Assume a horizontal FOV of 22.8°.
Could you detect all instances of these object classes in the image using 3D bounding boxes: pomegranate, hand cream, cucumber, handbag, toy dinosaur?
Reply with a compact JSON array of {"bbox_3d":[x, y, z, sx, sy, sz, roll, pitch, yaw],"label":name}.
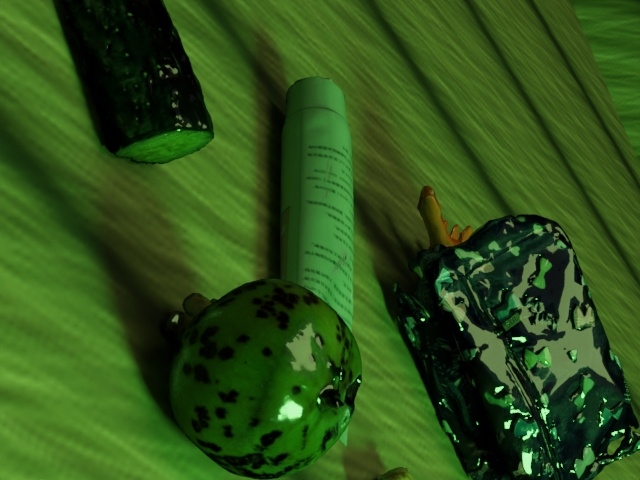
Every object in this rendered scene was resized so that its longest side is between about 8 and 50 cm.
[{"bbox_3d":[-0.045,0.076,0.970,0.161,0.122,0.122,33,-9,45],"label":"pomegranate"},{"bbox_3d":[0.000,0.000,1.210,0.085,0.058,0.331,51,25,-40],"label":"hand cream"},{"bbox_3d":[-0.130,-0.157,1.051,0.078,0.062,0.211,12,57,-65],"label":"cucumber"},{"bbox_3d":[0.171,0.109,1.396,0.162,0.113,0.260,-29,99,-30],"label":"handbag"},{"bbox_3d":[0.156,0.057,1.534,0.288,0.070,0.117,61,20,-27],"label":"toy dinosaur"}]

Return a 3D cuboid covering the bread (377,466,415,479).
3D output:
[{"bbox_3d":[0.060,0.205,1.173,0.070,0.035,0.083,66,14,-2],"label":"bread"}]
